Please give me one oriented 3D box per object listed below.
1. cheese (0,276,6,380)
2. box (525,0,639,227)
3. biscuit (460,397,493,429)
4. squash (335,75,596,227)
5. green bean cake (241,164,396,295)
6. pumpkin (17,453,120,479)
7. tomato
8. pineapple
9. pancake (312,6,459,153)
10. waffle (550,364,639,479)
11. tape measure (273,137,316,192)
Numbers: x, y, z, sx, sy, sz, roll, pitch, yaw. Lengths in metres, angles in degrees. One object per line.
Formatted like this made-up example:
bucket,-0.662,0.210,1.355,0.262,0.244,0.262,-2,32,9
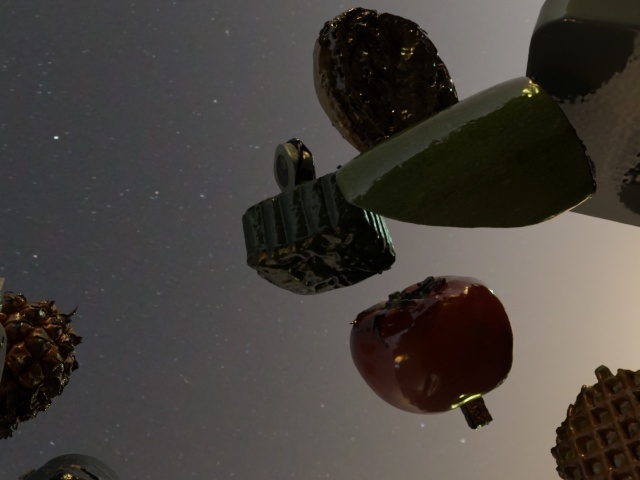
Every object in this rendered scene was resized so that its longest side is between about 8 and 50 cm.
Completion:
cheese,-0.215,0.071,0.354,0.036,0.162,0.086,4,-67,-23
box,0.461,-0.153,0.771,0.090,0.367,0.373,-62,-24,-27
biscuit,0.344,0.355,1.382,0.064,0.199,0.034,-9,-31,-23
squash,0.173,-0.072,0.708,0.261,0.189,0.189,-29,-48,7
green bean cake,0.000,0.000,1.134,0.247,0.250,0.156,44,-152,-58
pumpkin,-0.615,0.653,1.435,0.197,0.293,0.263,-36,-91,1
tomato,0.239,0.227,1.207,0.341,0.341,0.272,-28,-86,-46
pineapple,-0.644,0.295,1.313,0.209,0.286,0.344,-26,-41,-1
pancake,0.140,-0.283,1.099,0.382,0.071,0.382,15,-117,-31
waffle,0.487,0.312,0.905,0.059,0.243,0.237,33,-103,-23
tape measure,-0.078,-0.241,2.054,0.115,0.235,0.207,-10,-42,-25
